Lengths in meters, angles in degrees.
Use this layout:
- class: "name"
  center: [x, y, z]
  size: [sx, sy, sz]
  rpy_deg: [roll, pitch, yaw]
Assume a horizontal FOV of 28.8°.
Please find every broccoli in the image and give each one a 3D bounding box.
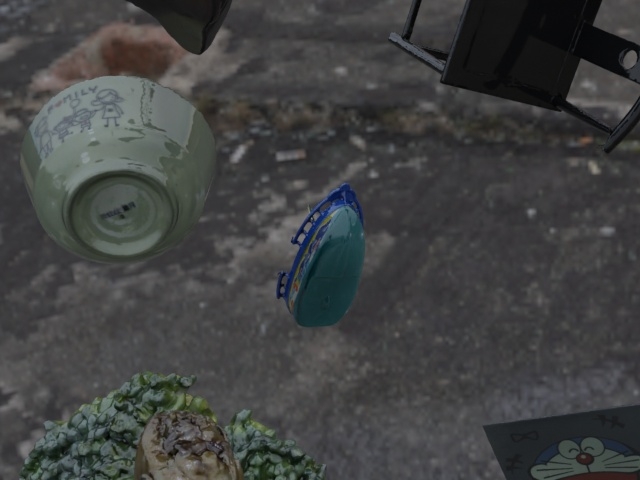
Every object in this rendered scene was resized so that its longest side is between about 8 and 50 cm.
- class: "broccoli"
  center: [-0.122, 0.224, 1.130]
  size: [0.288, 0.248, 0.245]
  rpy_deg: [18, 13, 19]

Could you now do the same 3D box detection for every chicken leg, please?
- class: "chicken leg"
  center: [-0.070, 0.201, 0.774]
  size: [0.069, 0.198, 0.085]
  rpy_deg: [-13, -9, -28]

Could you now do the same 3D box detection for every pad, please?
- class: "pad"
  center: [0.277, 0.195, 1.042]
  size: [0.245, 0.170, 0.006]
  rpy_deg: [-11, 34, 22]

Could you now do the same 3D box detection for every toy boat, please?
- class: "toy boat"
  center: [0.000, 0.000, 1.352]
  size: [0.091, 0.175, 0.110]
  rpy_deg: [-1, 41, -24]

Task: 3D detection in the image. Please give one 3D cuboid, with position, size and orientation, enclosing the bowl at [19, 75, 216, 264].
- class: "bowl"
  center: [-0.210, -0.057, 1.306]
  size: [0.211, 0.211, 0.112]
  rpy_deg: [-8, 35, -4]

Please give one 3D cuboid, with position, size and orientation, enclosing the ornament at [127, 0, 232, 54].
- class: "ornament"
  center: [-0.016, -0.278, 0.874]
  size: [0.106, 0.251, 0.260]
  rpy_deg: [45, 57, 13]

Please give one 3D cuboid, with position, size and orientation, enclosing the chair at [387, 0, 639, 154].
- class: "chair"
  center: [0.186, -0.197, 1.131]
  size: [0.141, 0.154, 0.260]
  rpy_deg: [9, 19, -25]
